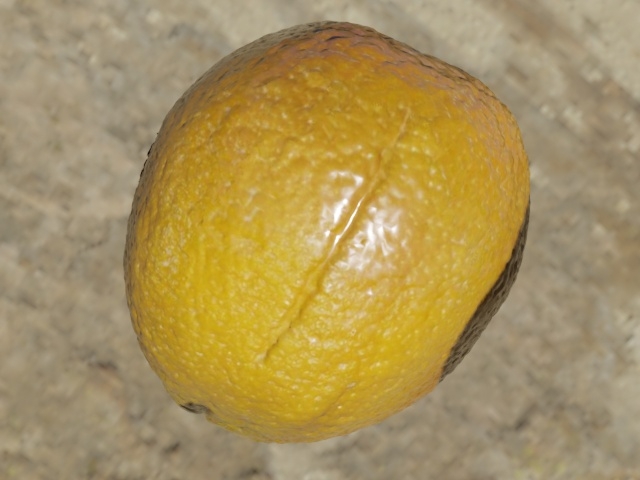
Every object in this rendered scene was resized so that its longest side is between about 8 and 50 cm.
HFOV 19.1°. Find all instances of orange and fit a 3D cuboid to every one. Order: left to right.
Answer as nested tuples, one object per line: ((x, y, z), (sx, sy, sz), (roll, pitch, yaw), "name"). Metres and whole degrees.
((0.000, 0.000, 1.572), (0.322, 0.357, 0.322), (26, 18, -9), "orange")
